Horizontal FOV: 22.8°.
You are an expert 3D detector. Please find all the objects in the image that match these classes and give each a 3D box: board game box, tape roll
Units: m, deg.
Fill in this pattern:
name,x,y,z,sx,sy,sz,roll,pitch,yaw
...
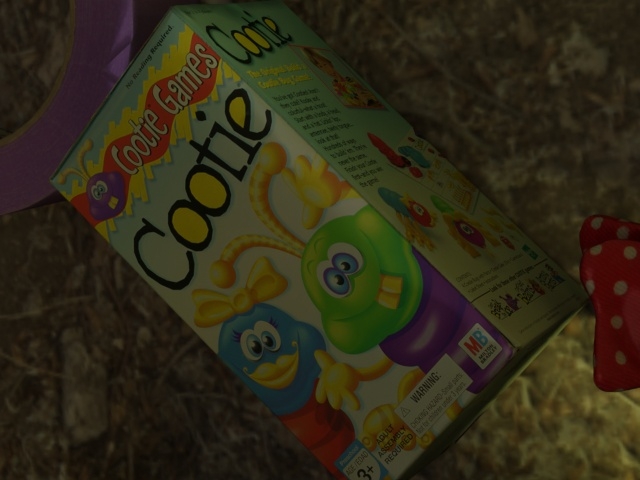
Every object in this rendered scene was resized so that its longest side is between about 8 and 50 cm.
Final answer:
name,x,y,z,sx,sy,sz,roll,pitch,yaw
board game box,0.000,0.000,0.954,0.275,0.144,0.142,45,114,12
tape roll,-0.219,-0.156,1.060,0.275,0.090,0.275,5,101,25

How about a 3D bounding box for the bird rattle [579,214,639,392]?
name,x,y,z,sx,sy,sz,roll,pitch,yaw
bird rattle,0.266,0.001,0.870,0.253,0.143,0.207,15,93,35
